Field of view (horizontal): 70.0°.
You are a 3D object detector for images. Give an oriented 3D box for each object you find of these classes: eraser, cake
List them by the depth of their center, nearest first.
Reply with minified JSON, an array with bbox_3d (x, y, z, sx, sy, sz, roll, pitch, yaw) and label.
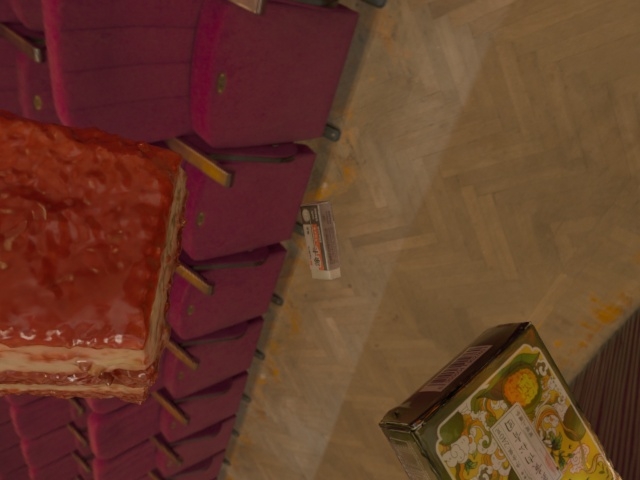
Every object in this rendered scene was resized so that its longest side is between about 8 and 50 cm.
[{"bbox_3d":[-0.311,0.041,0.549,0.319,0.270,0.269,129,146,-59],"label":"cake"},{"bbox_3d":[0.000,0.000,0.720,0.052,0.029,0.121,0,102,54],"label":"eraser"}]

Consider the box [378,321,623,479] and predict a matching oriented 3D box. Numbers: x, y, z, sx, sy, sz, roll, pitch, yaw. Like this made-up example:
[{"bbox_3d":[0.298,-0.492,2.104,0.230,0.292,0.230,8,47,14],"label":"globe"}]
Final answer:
[{"bbox_3d":[0.373,0.433,0.917,0.420,0.373,0.138,61,152,1],"label":"box"}]
